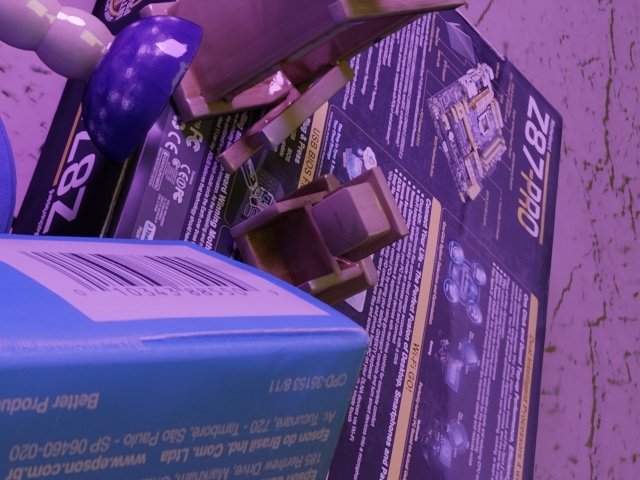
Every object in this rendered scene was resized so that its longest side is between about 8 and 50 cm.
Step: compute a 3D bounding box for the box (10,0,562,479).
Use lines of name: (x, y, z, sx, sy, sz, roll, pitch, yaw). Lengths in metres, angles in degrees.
box: (0.000, 0.000, 0.820, 0.318, 0.097, 0.395, 37, 46, -32)

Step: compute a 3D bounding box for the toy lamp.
toy lamp: (-0.184, -0.127, 0.617, 0.275, 0.080, 0.080, 32, 47, -14)

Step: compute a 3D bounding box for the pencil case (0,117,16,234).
pencil case: (-0.207, -0.062, 0.470, 0.133, 0.119, 0.306, 62, 3, 21)

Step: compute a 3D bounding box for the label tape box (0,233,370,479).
label tape box: (-0.142, 0.173, 0.511, 0.249, 0.115, 0.347, 2, 110, -51)

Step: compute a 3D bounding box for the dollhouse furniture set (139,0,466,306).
dollhouse furniture set: (0.038, -0.074, 0.675, 0.101, 0.182, 0.161, -17, 83, -50)
